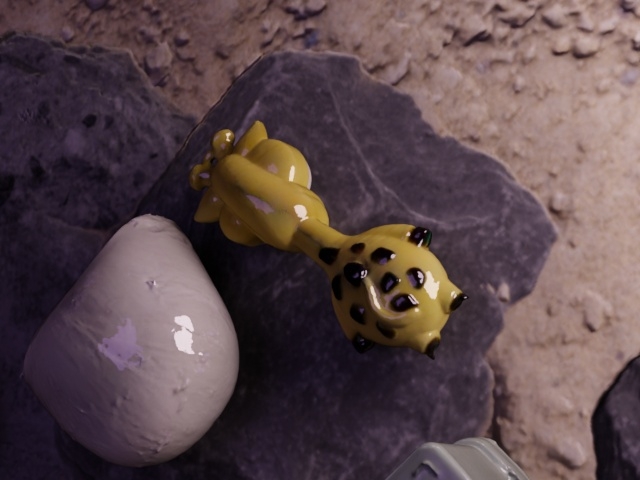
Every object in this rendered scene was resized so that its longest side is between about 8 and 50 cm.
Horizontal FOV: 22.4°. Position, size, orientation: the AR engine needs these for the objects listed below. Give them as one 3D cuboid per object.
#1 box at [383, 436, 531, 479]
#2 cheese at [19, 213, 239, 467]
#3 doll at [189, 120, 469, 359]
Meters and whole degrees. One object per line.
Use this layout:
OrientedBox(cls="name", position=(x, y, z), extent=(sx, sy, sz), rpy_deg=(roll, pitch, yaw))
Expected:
OrientedBox(cls="box", position=(0.083, 0.259, 1.230), extent=(0.210, 0.129, 0.148), rpy_deg=(-48, 60, 13))
OrientedBox(cls="cheese", position=(-0.160, 0.098, 1.406), extent=(0.189, 0.154, 0.198), rpy_deg=(46, 104, 25))
OrientedBox(cls="doll", position=(0.001, 0.000, 1.367), extent=(0.291, 0.086, 0.117), rpy_deg=(35, 94, 31))
